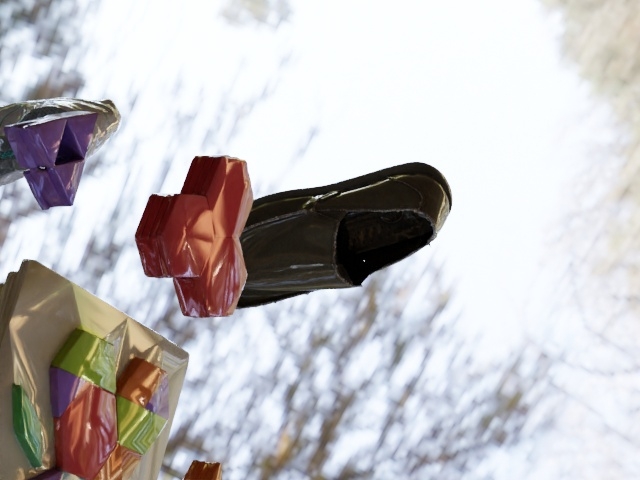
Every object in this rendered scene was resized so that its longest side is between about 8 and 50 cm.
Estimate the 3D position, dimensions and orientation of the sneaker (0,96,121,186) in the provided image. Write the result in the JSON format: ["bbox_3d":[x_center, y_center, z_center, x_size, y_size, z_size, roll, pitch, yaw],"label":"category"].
[{"bbox_3d":[-0.192,-0.062,1.042,0.152,0.054,0.061,-3,-164,30],"label":"sneaker"}]

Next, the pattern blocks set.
[{"bbox_3d":[-0.111,0.108,0.683,0.026,0.325,0.285,6,178,28],"label":"pattern blocks set"}]

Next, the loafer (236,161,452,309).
[{"bbox_3d":[0.000,0.000,1.488,0.087,0.251,0.094,-92,-22,-65],"label":"loafer"}]
